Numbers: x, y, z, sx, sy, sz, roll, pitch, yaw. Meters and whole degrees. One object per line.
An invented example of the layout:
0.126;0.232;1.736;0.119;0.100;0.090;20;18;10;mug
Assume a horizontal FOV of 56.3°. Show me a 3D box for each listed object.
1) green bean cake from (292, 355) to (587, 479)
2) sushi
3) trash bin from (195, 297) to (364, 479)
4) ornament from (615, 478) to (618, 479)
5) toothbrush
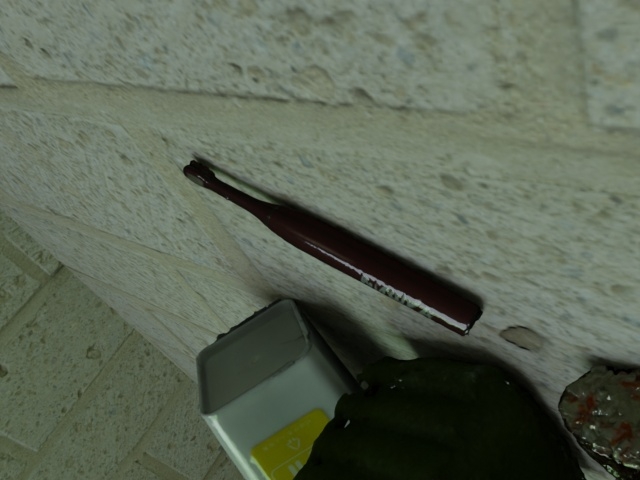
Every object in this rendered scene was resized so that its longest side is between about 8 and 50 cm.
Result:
0.144;0.339;0.720;0.218;0.335;0.319;-1;135;51;green bean cake
0.287;0.168;0.515;0.150;0.090;0.078;23;164;51;sushi
-0.020;0.285;0.924;0.367;0.256;0.296;58;180;-24;trash bin
0.344;0.305;0.605;0.178;0.177;0.177;28;155;14;ornament
0.000;0.001;0.639;0.364;0.040;0.040;28;155;16;toothbrush
